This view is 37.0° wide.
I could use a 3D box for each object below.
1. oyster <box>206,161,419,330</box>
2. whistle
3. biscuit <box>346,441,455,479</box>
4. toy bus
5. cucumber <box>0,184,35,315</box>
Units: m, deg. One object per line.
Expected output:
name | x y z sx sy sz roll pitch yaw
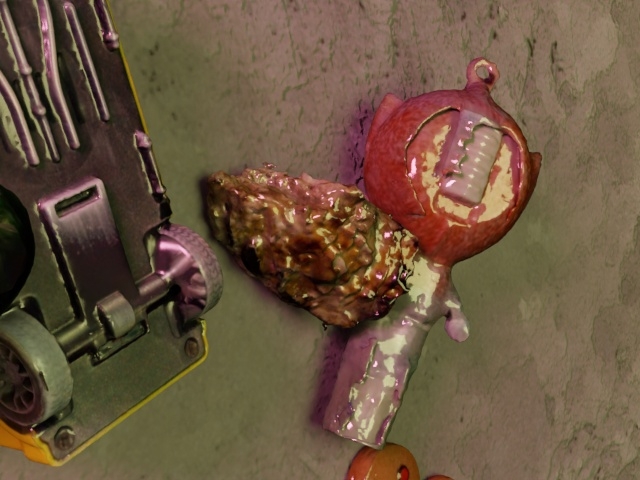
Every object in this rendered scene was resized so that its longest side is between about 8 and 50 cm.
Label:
oyster | -0.008 -0.002 0.722 0.177 0.056 0.105 39 96 -14
whistle | 0.085 0.003 0.806 0.142 0.133 0.346 25 80 -28
biscuit | 0.090 0.290 0.867 0.165 0.036 0.250 -42 118 -39
toy bus | -0.177 -0.058 0.512 0.144 0.152 0.330 -34 116 -47
cucumber | -0.209 0.026 0.419 0.063 0.243 0.115 50 48 -38
